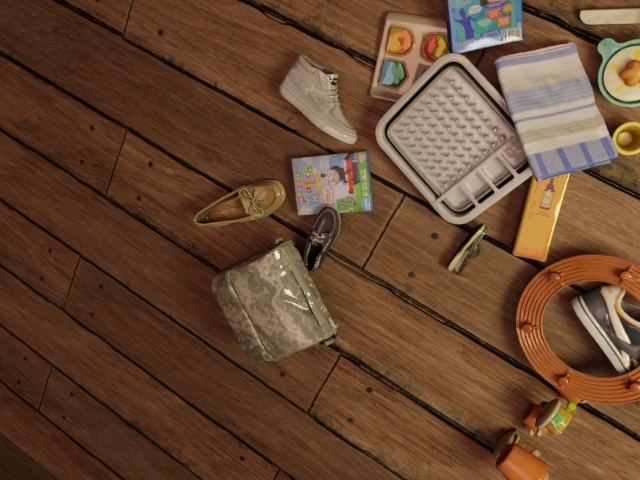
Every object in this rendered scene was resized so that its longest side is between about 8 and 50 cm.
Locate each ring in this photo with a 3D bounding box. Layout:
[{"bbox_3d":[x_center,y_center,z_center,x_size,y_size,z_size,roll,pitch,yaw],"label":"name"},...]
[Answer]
[{"bbox_3d":[0.612,0.199,1.053,0.336,0.032,0.337,3,96,35],"label":"ring"}]

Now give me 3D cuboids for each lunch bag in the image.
[{"bbox_3d":[-0.112,0.166,1.286,0.256,0.212,0.305,-26,91,44],"label":"lunch bag"}]

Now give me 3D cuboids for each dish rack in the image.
[{"bbox_3d":[0.324,-0.236,1.120,0.333,0.072,0.285,49,125,2],"label":"dish rack"}]

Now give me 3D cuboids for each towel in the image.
[{"bbox_3d":[0.503,-0.281,1.009,0.209,0.034,0.285,-14,83,-12],"label":"towel"}]

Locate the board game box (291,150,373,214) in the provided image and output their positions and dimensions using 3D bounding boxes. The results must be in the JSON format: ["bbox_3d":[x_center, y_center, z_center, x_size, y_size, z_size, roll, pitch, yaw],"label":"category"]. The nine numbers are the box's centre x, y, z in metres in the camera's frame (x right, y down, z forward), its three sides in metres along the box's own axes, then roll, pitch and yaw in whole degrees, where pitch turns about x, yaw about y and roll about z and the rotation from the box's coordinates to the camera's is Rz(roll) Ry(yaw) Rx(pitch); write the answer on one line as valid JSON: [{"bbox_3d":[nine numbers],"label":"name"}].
[{"bbox_3d":[0.032,-0.154,1.286,0.211,0.039,0.160,-2,101,21],"label":"board game box"}]

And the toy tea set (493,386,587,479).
[{"bbox_3d":[0.561,0.478,1.147,0.124,0.200,0.336,39,106,18],"label":"toy tea set"}]

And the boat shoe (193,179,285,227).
[{"bbox_3d":[-0.233,-0.095,1.367,0.285,0.089,0.105,-21,93,22],"label":"boat shoe"}]

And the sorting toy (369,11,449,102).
[{"bbox_3d":[0.231,-0.438,1.153,0.193,0.038,0.208,17,107,16],"label":"sorting toy"}]

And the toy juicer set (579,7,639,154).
[{"bbox_3d":[0.690,-0.359,0.976,0.209,0.089,0.329,-14,96,22],"label":"toy juicer set"}]

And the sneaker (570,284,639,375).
[{"bbox_3d":[0.724,0.245,1.074,0.127,0.126,0.321,-37,86,28],"label":"sneaker"}]

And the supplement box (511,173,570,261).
[{"bbox_3d":[0.516,-0.075,1.108,0.078,0.080,0.234,14,107,16],"label":"supplement box"}]

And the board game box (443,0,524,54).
[{"bbox_3d":[0.357,-0.537,1.044,0.160,0.047,0.210,-9,110,8],"label":"board game box"}]

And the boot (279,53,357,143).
[{"bbox_3d":[0.014,-0.368,1.214,0.258,0.095,0.123,40,118,9],"label":"boot"}]

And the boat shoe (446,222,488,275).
[{"bbox_3d":[0.379,0.025,1.194,0.049,0.056,0.152,33,120,5],"label":"boat shoe"}]

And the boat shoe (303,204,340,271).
[{"bbox_3d":[0.000,0.000,1.298,0.075,0.065,0.206,24,120,7],"label":"boat shoe"}]
